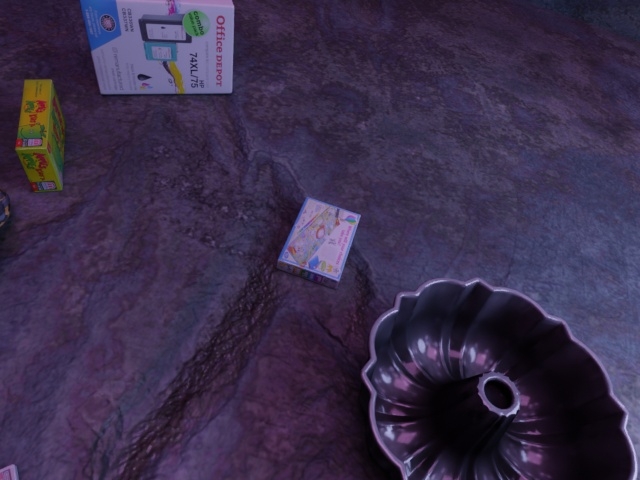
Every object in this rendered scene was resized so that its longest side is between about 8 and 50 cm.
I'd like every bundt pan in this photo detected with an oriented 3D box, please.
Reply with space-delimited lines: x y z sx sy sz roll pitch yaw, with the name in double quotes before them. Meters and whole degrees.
"bundt pan" 0.197 0.213 0.562 0.331 0.124 0.330 6 51 -8

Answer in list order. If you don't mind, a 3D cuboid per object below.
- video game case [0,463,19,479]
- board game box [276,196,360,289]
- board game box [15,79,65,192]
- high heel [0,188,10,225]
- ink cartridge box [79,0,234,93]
"video game case" -0.363 0.293 0.437 0.122 0.011 0.087 -19 58 -26
"board game box" 0.000 0.000 0.752 0.104 0.026 0.154 19 50 3
"board game box" -0.464 -0.178 0.744 0.043 0.092 0.181 -8 54 -18
"high heel" -0.574 -0.003 0.606 0.261 0.093 0.186 -15 33 -9
"ink cartridge box" -0.329 -0.443 0.924 0.270 0.198 0.197 -7 53 -18
